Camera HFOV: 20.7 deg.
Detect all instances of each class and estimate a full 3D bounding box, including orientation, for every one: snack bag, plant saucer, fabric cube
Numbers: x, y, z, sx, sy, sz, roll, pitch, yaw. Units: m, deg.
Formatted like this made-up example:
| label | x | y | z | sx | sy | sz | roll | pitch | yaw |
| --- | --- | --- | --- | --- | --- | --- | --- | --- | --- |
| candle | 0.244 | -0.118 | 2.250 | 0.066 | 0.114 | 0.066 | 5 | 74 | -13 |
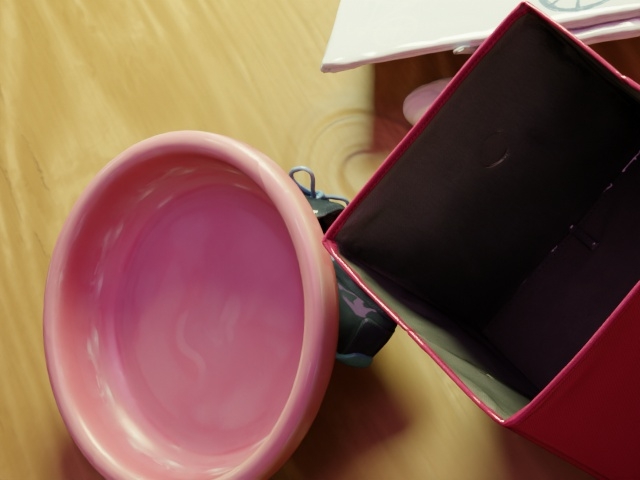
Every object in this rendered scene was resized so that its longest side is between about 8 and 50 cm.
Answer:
| label | x | y | z | sx | sy | sz | roll | pitch | yaw |
| --- | --- | --- | --- | --- | --- | --- | --- | --- | --- |
| snack bag | 0.174 | -0.278 | 1.734 | 0.343 | 0.037 | 0.323 | -9 | 41 | 20 |
| plant saucer | -0.107 | 0.070 | 1.562 | 0.332 | 0.084 | 0.332 | -2 | 86 | 38 |
| fabric cube | 0.213 | 0.019 | 1.381 | 0.254 | 0.258 | 0.259 | -50 | 49 | 7 |

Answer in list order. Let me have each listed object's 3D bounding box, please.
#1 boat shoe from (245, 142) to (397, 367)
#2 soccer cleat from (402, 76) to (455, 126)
| label | x | y | z | sx | sy | sz | roll | pitch | yaw |
| --- | --- | --- | --- | --- | --- | --- | --- | --- | --- |
| boat shoe | 0.000 | 0.000 | 1.606 | 0.089 | 0.109 | 0.258 | -45 | 63 | 18 |
| soccer cleat | 0.167 | -0.139 | 1.662 | 0.196 | 0.076 | 0.068 | 2 | 60 | 24 |
